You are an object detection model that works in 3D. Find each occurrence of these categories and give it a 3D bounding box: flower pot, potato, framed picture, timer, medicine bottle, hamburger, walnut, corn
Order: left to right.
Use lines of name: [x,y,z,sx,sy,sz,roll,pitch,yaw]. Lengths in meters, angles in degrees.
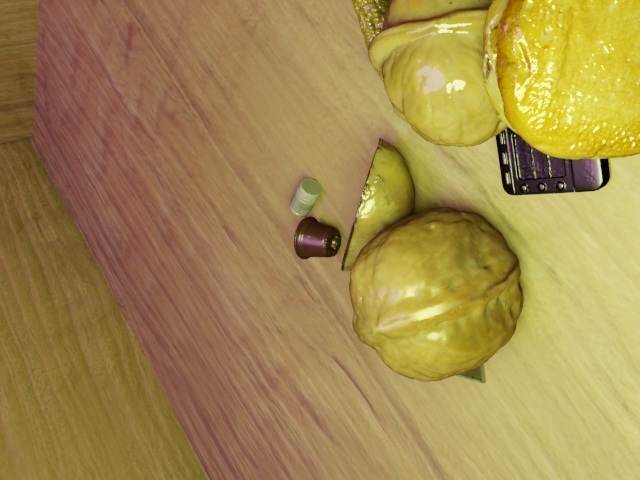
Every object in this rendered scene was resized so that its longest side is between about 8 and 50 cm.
medicine bottle: [-0.039,-0.108,1.730,0.058,0.058,0.091,57,142,21]
flower pot: [0.000,0.000,1.703,0.089,0.111,0.111,11,114,34]
corn: [0.116,-0.441,1.357,0.086,0.086,0.288,-12,96,54]
potato: [0.131,-0.064,1.434,0.115,0.239,0.299,16,121,0]
walnut: [0.205,0.100,1.252,0.306,0.343,0.306,16,114,39]
framed picture: [0.292,0.243,1.481,0.149,0.011,0.109,6,110,52]
walnut: [0.220,-0.301,1.110,0.285,0.285,0.297,-10,79,54]
timer: [0.388,-0.152,1.148,0.187,0.055,0.144,1,105,49]
hamburger: [0.378,-0.259,0.925,0.170,0.314,0.290,-97,7,-69]
